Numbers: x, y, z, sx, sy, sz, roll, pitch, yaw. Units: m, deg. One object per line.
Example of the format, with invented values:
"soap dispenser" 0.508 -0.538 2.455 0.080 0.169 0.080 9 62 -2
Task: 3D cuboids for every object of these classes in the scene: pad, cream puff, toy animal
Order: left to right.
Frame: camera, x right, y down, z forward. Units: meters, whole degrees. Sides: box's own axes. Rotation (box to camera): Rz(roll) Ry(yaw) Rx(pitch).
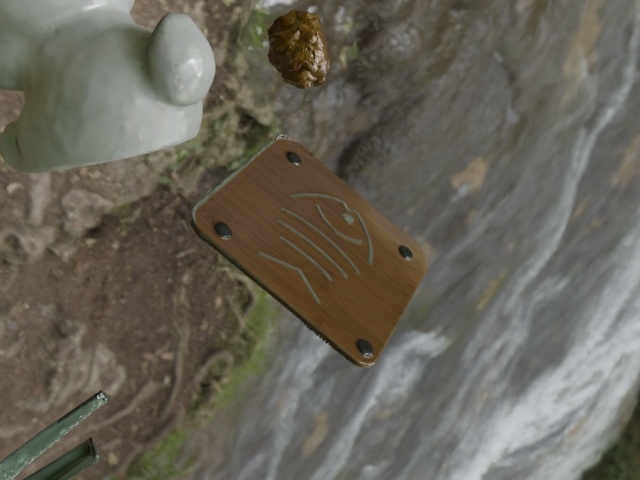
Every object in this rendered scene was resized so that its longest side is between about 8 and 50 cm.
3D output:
"toy animal" -0.243 -0.256 0.817 0.196 0.241 0.367 -29 100 -55
"cream puff" -0.036 -0.283 1.204 0.122 0.094 0.116 -84 163 -50
"pad" 0.000 0.000 1.054 0.018 0.286 0.284 -49 -179 36

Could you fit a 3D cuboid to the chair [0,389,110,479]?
"chair" -0.295 0.264 0.729 0.275 0.203 0.190 -27 102 -8
